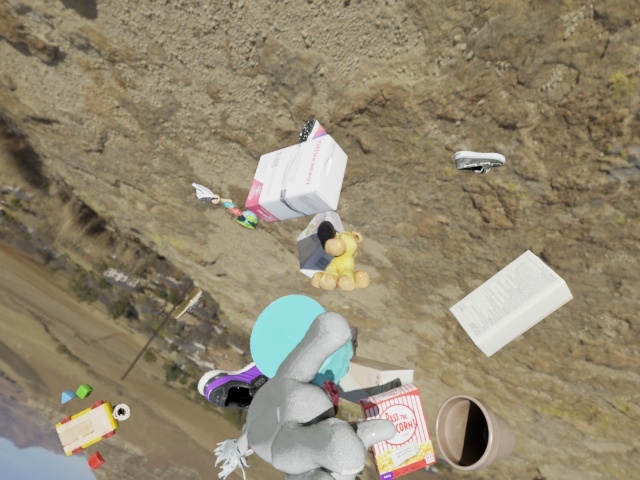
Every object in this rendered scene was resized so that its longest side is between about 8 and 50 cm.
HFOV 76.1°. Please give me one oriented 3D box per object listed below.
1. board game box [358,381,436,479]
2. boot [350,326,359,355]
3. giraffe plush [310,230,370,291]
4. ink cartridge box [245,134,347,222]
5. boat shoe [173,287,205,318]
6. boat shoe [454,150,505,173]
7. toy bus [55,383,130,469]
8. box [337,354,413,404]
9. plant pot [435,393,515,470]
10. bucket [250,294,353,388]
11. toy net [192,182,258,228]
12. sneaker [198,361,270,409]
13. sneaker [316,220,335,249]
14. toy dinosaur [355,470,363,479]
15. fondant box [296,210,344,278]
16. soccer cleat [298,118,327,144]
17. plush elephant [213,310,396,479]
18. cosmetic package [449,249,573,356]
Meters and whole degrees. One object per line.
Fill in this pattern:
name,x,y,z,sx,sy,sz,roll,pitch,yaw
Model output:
board game box,0.189,0.470,1.008,0.045,0.146,0.194,177,77,-80
boot,0.077,0.452,1.633,0.091,0.229,0.262,-8,169,34
giraffe plush,0.071,0.057,1.281,0.181,0.210,0.171,2,95,26
ink cartridge box,-0.062,-0.155,1.063,0.237,0.172,0.100,-7,148,37
boat shoe,-0.531,0.263,1.665,0.056,0.152,0.049,28,161,49
boat shoe,0.594,-0.283,1.524,0.219,0.070,0.077,0,170,-18
toy bus,-0.619,0.504,1.140,0.202,0.191,0.104,19,178,8
box,0.136,0.455,1.334,0.147,0.121,0.311,11,170,-38
plant pot,0.616,0.742,1.574,0.229,0.263,0.263,20,151,-27
bucket,-0.054,0.302,1.178,0.280,0.282,0.183,7,155,27
toy net,-0.298,-0.102,1.259,0.232,0.122,0.045,28,101,-8
sneaker,-0.221,0.465,1.281,0.293,0.102,0.146,3,-168,-46
sneaker,0.025,-0.033,1.553,0.066,0.071,0.189,7,149,7
toy dinosaur,0.103,0.805,1.260,0.120,0.314,0.161,-16,119,9
fondant box,0.000,0.000,1.902,0.096,0.330,0.238,33,108,-21
soccer cleat,-0.044,-0.318,1.558,0.116,0.319,0.108,37,145,-31
plush elephant,0.009,0.352,0.726,0.255,0.272,0.330,36,112,-28
cosmetic package,0.583,0.195,1.266,0.309,0.160,0.113,-40,128,12
